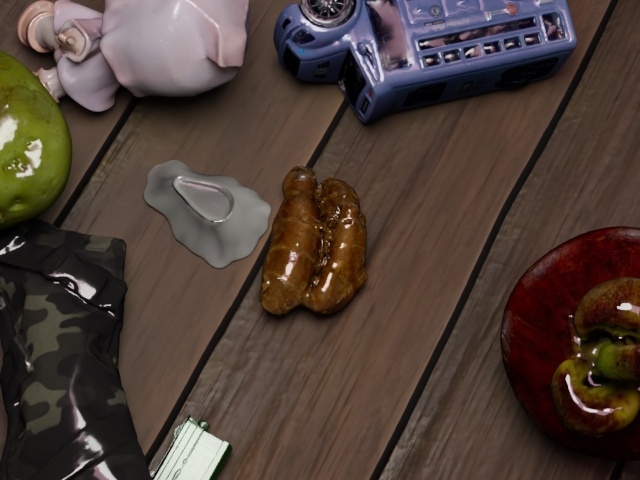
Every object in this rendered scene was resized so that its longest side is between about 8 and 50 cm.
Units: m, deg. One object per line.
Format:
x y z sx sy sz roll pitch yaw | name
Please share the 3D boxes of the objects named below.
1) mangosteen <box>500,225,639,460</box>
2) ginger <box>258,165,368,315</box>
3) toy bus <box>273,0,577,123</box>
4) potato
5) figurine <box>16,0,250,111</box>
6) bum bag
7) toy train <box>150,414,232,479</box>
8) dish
0.271 0.097 1.106 0.215 0.257 0.215 0 96 0 | mangosteen
0.000 0.000 1.235 0.103 0.073 0.162 9 67 1 | ginger
0.104 -0.204 1.292 0.292 0.125 0.133 -13 78 -9 | toy bus
-0.347 -0.100 1.208 0.253 0.148 0.186 12 88 29 | potato
-0.189 -0.199 1.257 0.276 0.200 0.133 -8 48 25 | figurine
-0.236 0.125 1.171 0.144 0.095 0.340 -11 60 -2 | bum bag
-0.123 0.211 1.168 0.056 0.038 0.093 27 70 7 | toy train
-0.118 -0.039 1.267 0.137 0.039 0.091 34 72 10 | dish
